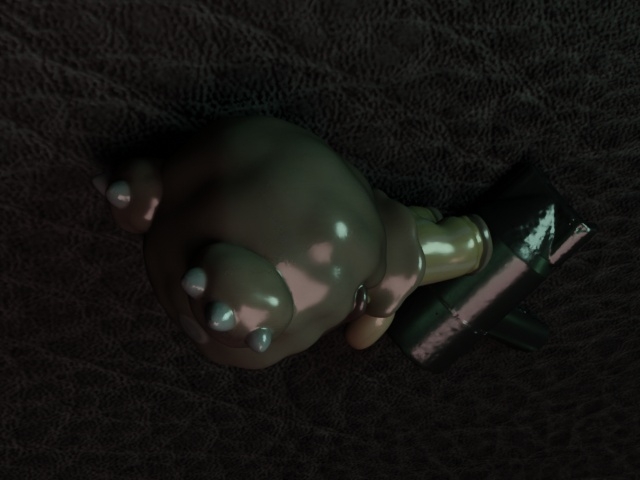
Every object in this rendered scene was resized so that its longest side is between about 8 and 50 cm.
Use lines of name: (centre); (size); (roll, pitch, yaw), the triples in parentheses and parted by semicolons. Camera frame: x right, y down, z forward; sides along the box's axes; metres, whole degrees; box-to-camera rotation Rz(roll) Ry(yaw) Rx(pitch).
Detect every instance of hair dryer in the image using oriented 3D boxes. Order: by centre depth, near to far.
hair dryer: (0.237, 0.057, 1.037); (0.244, 0.116, 0.302); (-43, 145, 16)

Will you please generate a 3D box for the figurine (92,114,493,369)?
figurine: (0.001, 0.000, 0.792); (0.381, 0.248, 0.203); (2, 125, -43)
